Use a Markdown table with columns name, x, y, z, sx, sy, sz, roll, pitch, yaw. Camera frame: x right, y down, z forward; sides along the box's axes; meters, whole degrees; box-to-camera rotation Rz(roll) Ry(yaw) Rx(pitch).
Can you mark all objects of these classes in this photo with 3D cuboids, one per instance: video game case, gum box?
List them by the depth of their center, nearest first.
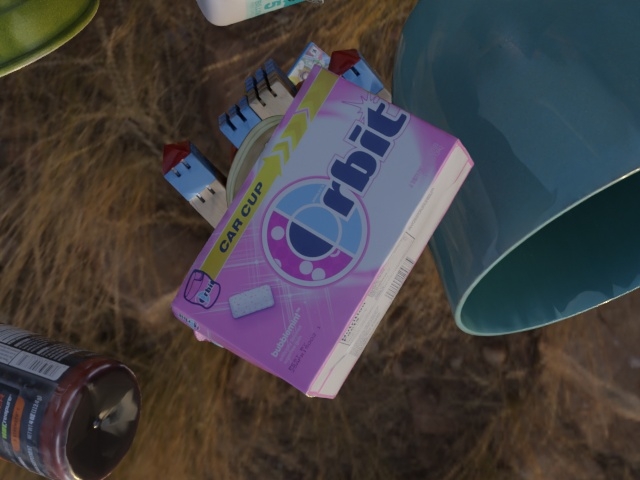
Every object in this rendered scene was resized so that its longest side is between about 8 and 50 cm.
| name | x | y | z | sx | sy | sz | roll | pitch | yaw |
| --- | --- | --- | --- | --- | --- | --- | --- | --- | --- |
| gum box | 0.000 | 0.000 | 0.689 | 0.107 | 0.062 | 0.188 | 31 | 89 | 20 |
| video game case | 0.010 | -0.262 | 1.988 | 0.166 | 0.015 | 0.119 | 38 | 80 | -22 |

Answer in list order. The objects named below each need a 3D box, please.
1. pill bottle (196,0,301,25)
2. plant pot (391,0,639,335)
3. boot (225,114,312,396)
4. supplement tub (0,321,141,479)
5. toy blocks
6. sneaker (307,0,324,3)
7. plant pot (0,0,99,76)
| name | x | y | z | sx | sy | sz | roll | pitch | yaw |
| --- | --- | --- | --- | --- | --- | --- | --- | --- | --- |
| pill bottle | 0.001 | -0.301 | 0.995 | 0.264 | 0.146 | 0.146 | -20 | 119 | -7 |
| plant pot | 0.188 | -0.097 | 0.860 | 0.293 | 0.235 | 0.293 | -21 | 157 | -9 |
| boot | -0.021 | 0.013 | 0.967 | 0.077 | 0.165 | 0.213 | -7 | 124 | -34 |
| supplement tub | -0.251 | 0.125 | 0.893 | 0.198 | 0.106 | 0.106 | 12 | 126 | 28 |
| toy blocks | -0.026 | -0.115 | 1.440 | 0.381 | 0.191 | 0.261 | -38 | 114 | 11 |
| sneaker | -0.073 | -0.315 | 1.246 | 0.178 | 0.072 | 0.077 | 30 | 136 | -1 |
| plant pot | -0.529 | -0.427 | 1.452 | 0.366 | 0.366 | 0.353 | -7 | 125 | 13 |
